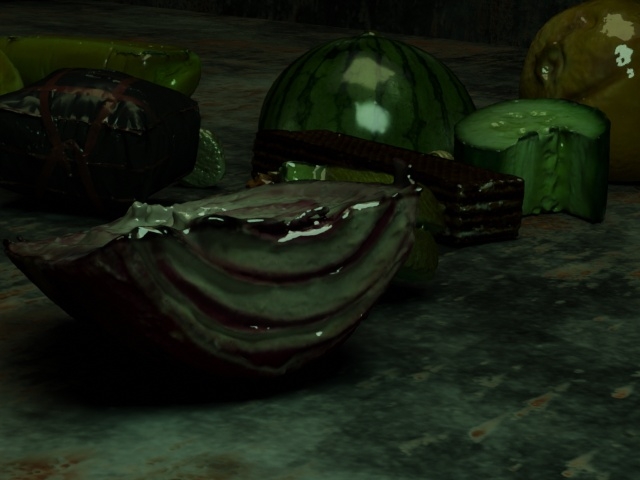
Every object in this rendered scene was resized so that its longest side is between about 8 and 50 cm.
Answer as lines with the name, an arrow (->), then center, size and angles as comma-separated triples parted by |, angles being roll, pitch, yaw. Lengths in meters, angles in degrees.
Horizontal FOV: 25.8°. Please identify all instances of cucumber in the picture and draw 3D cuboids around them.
cucumber -> 0.249, -0.096, 1.687 | 0.191, 0.130, 0.191 | -1, 15, 0

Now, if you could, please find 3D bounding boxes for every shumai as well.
shumai -> -0.149, -0.105, 1.741 | 0.083, 0.082, 0.080 | 29, 16, 5

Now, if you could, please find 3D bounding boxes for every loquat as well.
loquat -> 0.421, -0.211, 1.933 | 0.284, 0.276, 0.276 | 1, 14, -22

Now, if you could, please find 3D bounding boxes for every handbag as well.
handbag -> -0.258, -0.112, 1.562 | 0.215, 0.155, 0.169 | 8, 21, 9

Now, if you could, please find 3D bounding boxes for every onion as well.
onion -> -0.082, 0.029, 1.089 | 0.314, 0.146, 0.280 | -16, 8, -30

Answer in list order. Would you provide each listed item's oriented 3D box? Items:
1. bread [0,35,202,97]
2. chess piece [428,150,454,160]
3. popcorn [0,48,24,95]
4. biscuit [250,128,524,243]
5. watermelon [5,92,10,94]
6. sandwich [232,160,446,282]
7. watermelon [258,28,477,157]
bread -> -0.375, -0.275, 2.297 | 0.384, 0.112, 0.166 | 10, 13, 30
chess piece -> 0.155, -0.091, 1.788 | 0.172, 0.060, 0.060 | -10, 18, -35
popcorn -> -0.555, -0.238, 1.761 | 0.334, 0.293, 0.292 | 17, 12, 6
biscuit -> 0.068, -0.071, 1.645 | 0.107, 0.073, 0.388 | -6, 17, -39
watermelon -> -0.381, -0.108, 1.744 | 0.094, 0.125, 0.135 | -46, 12, -33
sandwich -> 0.008, 0.001, 1.286 | 0.185, 0.109, 0.160 | 11, -25, -38
watermelon -> 0.075, -0.194, 1.943 | 0.331, 0.189, 0.331 | -2, 16, 1
